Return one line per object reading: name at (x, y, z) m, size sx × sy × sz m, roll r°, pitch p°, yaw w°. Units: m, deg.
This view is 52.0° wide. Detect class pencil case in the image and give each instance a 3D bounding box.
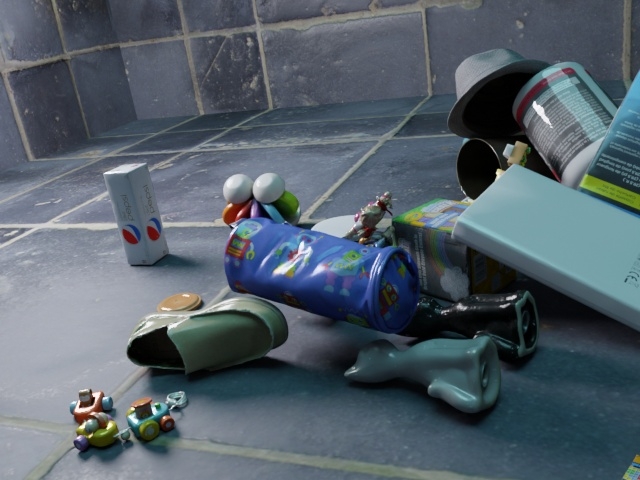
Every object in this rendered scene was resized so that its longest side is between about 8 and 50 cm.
pencil case at (-0.004, 0.043, 0.956) m, size 0.306 × 0.119 × 0.133 m, roll 12°, pitch 62°, yaw 36°

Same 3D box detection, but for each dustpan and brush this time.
dustpan and brush at (0.000, 0.000, 1.383) m, size 0.211 × 0.060 × 0.147 m, roll 6°, pitch 37°, yaw 20°

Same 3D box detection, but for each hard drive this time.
hard drive at (0.405, 0.011, 0.984) m, size 0.353 × 0.047 × 0.233 m, roll 29°, pitch 42°, yaw 23°

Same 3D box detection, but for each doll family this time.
doll family at (0.046, 0.039, 1.104) m, size 0.263 × 0.118 × 0.163 m, roll -40°, pitch 2°, yaw 6°

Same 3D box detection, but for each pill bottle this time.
pill bottle at (0.543, -0.199, 1.338) m, size 0.176 × 0.176 × 0.318 m, roll -14°, pitch 57°, yaw -14°

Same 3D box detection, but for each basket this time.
basket at (0.462, -0.173, 1.513) m, size 0.227 × 0.154 × 0.204 m, roll -10°, pitch 9°, yaw -15°

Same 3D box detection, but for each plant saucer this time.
plant saucer at (-0.264, 0.118, 1.222) m, size 0.084 × 0.013 × 0.083 m, roll -8°, pitch 20°, yaw 3°

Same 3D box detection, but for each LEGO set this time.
LEGO set at (0.353, -0.064, 1.286) m, size 0.287 × 0.132 × 0.107 m, roll -42°, pitch 38°, yaw -19°

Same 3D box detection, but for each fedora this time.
fedora at (0.392, -0.342, 1.465) m, size 0.276 × 0.243 × 0.124 m, roll 0°, pitch 56°, yaw -28°

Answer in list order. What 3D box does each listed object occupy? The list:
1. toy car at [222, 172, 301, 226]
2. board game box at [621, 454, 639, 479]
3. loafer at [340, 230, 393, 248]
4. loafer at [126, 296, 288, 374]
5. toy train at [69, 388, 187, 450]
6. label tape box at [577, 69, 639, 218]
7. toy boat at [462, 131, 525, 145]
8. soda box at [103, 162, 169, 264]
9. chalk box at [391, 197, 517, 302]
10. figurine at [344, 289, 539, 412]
toy car at (-0.140, -0.063, 1.502) m, size 0.182 × 0.159 × 0.136 m, roll 0°, pitch 57°, yaw 21°
board game box at (0.328, 0.265, 0.550) m, size 0.170 × 0.048 × 0.141 m, roll 10°, pitch 27°, yaw 41°
loafer at (0.033, 0.039, 1.233) m, size 0.223 × 0.076 × 0.078 m, roll -15°, pitch 26°, yaw -2°
loafer at (-0.176, 0.154, 0.987) m, size 0.269 × 0.101 × 0.092 m, roll -11°, pitch 20°, yaw 21°
toy train at (-0.274, 0.227, 0.895) m, size 0.166 × 0.046 × 0.125 m, roll -8°, pitch 21°, yaw 4°
label tape box at (0.592, -0.101, 1.132) m, size 0.241 × 0.106 × 0.333 m, roll 27°, pitch 79°, yaw 21°
toy boat at (0.516, -0.298, 1.647) m, size 0.268 × 0.148 × 0.318 m, roll -5°, pitch -21°, yaw -41°
soda box at (-0.405, -0.057, 1.450) m, size 0.069 × 0.216 × 0.074 m, roll -1°, pitch 21°, yaw 22°
chalk box at (0.214, 0.011, 1.144) m, size 0.132 × 0.132 × 0.213 m, roll -24°, pitch 27°, yaw -35°
figurine at (0.161, 0.143, 0.905) m, size 0.210 × 0.092 × 0.215 m, roll -1°, pitch 21°, yaw 40°
